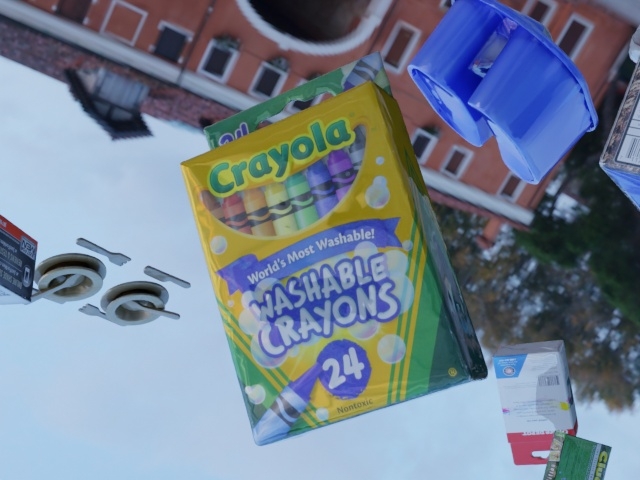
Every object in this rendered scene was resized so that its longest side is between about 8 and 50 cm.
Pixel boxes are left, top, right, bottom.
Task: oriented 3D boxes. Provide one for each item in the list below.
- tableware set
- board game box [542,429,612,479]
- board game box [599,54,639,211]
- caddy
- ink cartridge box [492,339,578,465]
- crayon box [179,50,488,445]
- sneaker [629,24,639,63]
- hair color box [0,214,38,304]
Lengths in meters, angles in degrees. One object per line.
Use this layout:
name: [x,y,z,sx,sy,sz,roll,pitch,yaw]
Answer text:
tableware set: [-0.267,0.070,1.151,0.194,0.128,0.039,29,-142,-48]
board game box: [0.401,0.451,1.526,0.136,0.260,0.030,22,170,-35]
board game box: [0.390,-0.142,0.715,0.232,0.291,0.141,19,174,38]
caddy: [0.283,-0.234,1.380,0.241,0.179,0.341,40,-178,28]
ink cartridge box: [0.433,0.324,1.855,0.134,0.231,0.078,-8,-172,22]
crayon box: [0.000,0.000,0.845,0.083,0.203,0.323,15,-124,-68]
sneaker: [0.590,-0.390,1.564,0.102,0.252,0.111,16,146,30]
hair color box: [-0.249,0.012,0.551,0.141,0.043,0.072,-2,160,8]
